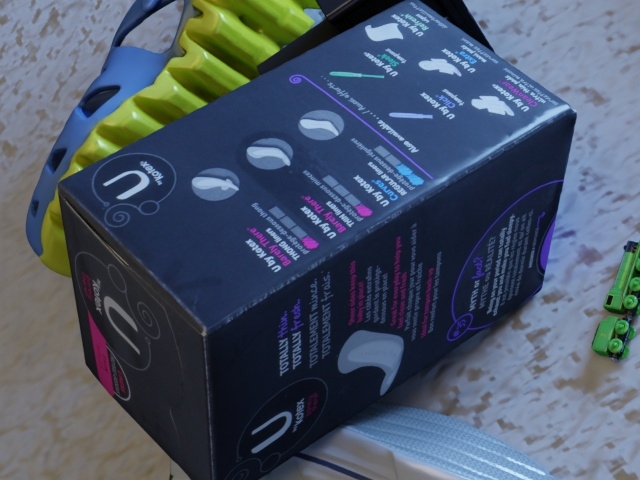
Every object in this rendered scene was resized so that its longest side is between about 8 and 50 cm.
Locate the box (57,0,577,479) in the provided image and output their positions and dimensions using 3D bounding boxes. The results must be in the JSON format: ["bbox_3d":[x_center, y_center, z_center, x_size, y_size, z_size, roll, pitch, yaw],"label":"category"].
[{"bbox_3d":[0.000,0.000,0.862,0.270,0.165,0.143,-31,54,-27],"label":"box"}]

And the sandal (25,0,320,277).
[{"bbox_3d":[-0.111,-0.114,1.057,0.138,0.126,0.317,25,79,49],"label":"sandal"}]

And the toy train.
[{"bbox_3d":[0.191,0.036,0.911,0.024,0.017,0.083,11,74,38],"label":"toy train"}]

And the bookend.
[{"bbox_3d":[0.022,-0.130,0.968,0.156,0.157,0.072,-33,55,8],"label":"bookend"}]

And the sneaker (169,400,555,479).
[{"bbox_3d":[0.021,0.152,0.909,0.258,0.094,0.091,13,104,25],"label":"sneaker"}]
